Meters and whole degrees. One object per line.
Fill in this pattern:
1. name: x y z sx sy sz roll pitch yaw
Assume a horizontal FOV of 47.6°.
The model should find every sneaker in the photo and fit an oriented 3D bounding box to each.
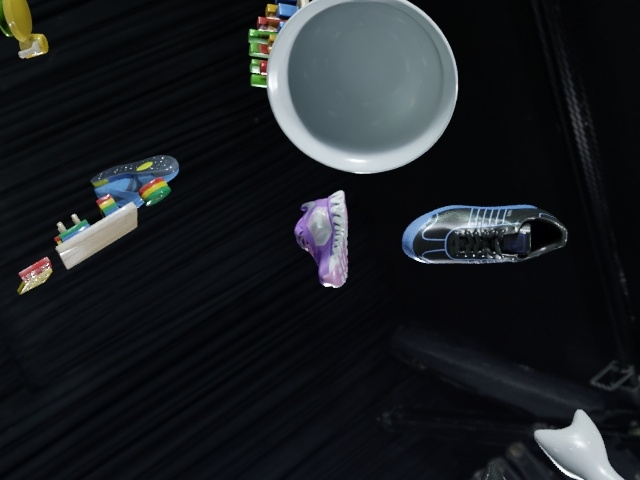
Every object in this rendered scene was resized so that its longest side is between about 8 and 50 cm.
1. sneaker: -0.332 -0.102 1.348 0.210 0.069 0.082 -9 -62 32
2. sneaker: 0.000 0.000 1.413 0.236 0.105 0.095 -88 173 -47
3. sneaker: 0.238 -0.007 1.039 0.090 0.233 0.081 -133 -146 -69

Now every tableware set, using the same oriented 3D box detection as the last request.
1. tableware set: -0.279 -0.241 0.651 0.104 0.024 0.154 -89 171 -68

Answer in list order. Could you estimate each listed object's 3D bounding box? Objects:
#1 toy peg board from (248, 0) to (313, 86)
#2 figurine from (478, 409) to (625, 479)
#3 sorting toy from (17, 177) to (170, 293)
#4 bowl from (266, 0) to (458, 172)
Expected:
1. toy peg board: -0.077 -0.356 1.299 0.160 0.079 0.161 122 -33 -58
2. figurine: 0.272 0.301 0.780 0.209 0.215 0.092 51 -21 39
3. sorting toy: -0.366 -0.014 1.144 0.046 0.275 0.132 54 -18 2
4. bowl: 0.071 -0.269 1.175 0.298 0.134 0.297 4 -57 7
